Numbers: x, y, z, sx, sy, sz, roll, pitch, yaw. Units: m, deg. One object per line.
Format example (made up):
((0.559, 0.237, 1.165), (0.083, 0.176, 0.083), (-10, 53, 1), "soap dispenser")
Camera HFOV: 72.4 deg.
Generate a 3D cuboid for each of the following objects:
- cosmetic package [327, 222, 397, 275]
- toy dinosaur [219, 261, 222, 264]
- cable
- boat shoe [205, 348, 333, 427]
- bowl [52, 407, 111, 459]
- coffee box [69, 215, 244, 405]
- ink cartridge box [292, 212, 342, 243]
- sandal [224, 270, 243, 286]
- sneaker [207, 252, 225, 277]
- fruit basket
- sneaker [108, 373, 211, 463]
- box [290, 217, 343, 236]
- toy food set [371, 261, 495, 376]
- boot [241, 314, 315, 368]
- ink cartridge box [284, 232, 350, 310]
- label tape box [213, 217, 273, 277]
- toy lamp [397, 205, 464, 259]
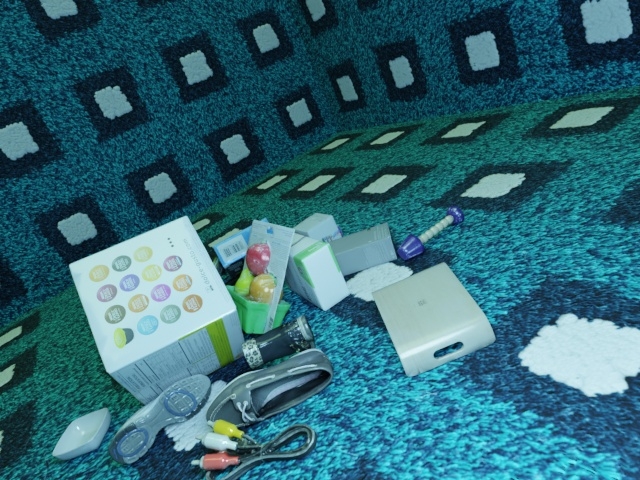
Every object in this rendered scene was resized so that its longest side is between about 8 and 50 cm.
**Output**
((0.145, 0.036, 1.566), (0.237, 0.107, 0.127), (-17, 25, 11), "cosmetic package")
((-0.485, 0.118, 2.037), (0.268, 0.064, 0.118), (-36, -21, -44), "toy dinosaur")
((-0.152, 0.458, 0.948), (0.287, 0.072, 0.140), (-13, 38, 23), "cable")
((-0.123, 0.371, 1.067), (0.334, 0.112, 0.095), (-25, 17, -11), "boat shoe")
((-0.688, 0.574, 1.280), (0.141, 0.053, 0.142), (-23, 21, 5), "bowl")
((-0.442, 0.208, 1.249), (0.334, 0.338, 0.338), (-25, 62, -19), "coffee box")
((0.000, 0.000, 1.698), (0.127, 0.176, 0.128), (-34, 23, -23), "ink cartridge box")
((-0.355, 0.175, 1.876), (0.179, 0.040, 0.067), (-34, 13, 18), "sandal")
((-0.490, 0.200, 1.868), (0.111, 0.121, 0.300), (-4, 48, 35), "sneaker")
((-0.186, 0.119, 1.446), (0.327, 0.165, 0.354), (13, 86, 58), "fruit basket")
((-0.440, 0.467, 1.201), (0.297, 0.111, 0.129), (-32, 10, -25), "sneaker")
((-0.055, -0.018, 1.961), (0.200, 0.057, 0.293), (-31, 22, -17), "box")
((0.273, 0.191, 1.117), (0.219, 0.093, 0.306), (-23, 30, 3), "toy food set")
((-0.107, 0.273, 1.152), (0.178, 0.085, 0.236), (-22, -20, -10), "boot")
((-0.043, 0.097, 1.492), (0.114, 0.199, 0.272), (-32, 23, -20), "ink cartridge box")
((-0.311, 0.060, 1.930), (0.249, 0.115, 0.348), (-30, -16, -11), "label tape box")
((0.375, -0.025, 1.493), (0.274, 0.080, 0.080), (-35, 24, -23), "toy lamp")
